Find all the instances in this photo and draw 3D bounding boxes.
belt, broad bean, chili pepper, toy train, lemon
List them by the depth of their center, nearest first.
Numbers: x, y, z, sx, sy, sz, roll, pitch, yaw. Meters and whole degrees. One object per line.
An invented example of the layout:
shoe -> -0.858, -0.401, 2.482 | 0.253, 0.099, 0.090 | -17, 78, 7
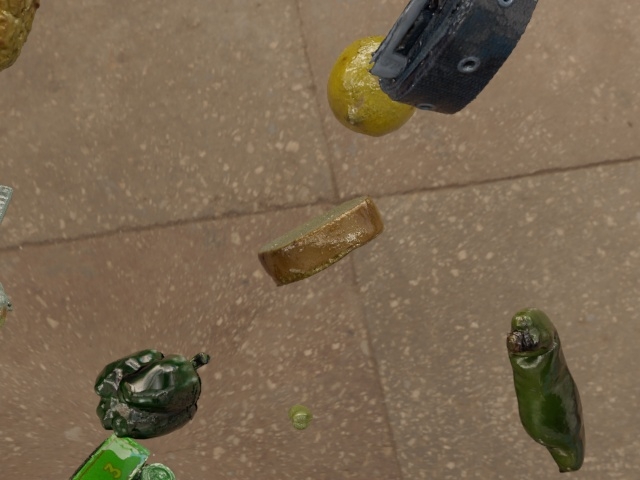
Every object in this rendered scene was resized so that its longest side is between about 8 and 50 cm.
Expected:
broad bean -> 0.178, 0.114, 0.554 | 0.195, 0.046, 0.061 | 59, 44, -38
belt -> 0.147, -0.251, 0.824 | 0.128, 0.218, 0.122 | 9, 50, -27
chili pepper -> -0.313, 0.294, 1.361 | 0.174, 0.261, 0.165 | -6, 88, 27
toy train -> -0.405, 0.507, 1.364 | 0.188, 0.132, 0.243 | 33, 25, 1
broad bean -> -0.050, 0.438, 1.724 | 0.063, 0.083, 0.045 | 5, 102, -5
lemon -> 0.147, -0.411, 1.867 | 0.258, 0.258, 0.310 | 34, 48, -2

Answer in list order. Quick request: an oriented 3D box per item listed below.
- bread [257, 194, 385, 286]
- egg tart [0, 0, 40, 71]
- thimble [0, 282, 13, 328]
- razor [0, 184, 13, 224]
bread -> 0.000, 0.000, 1.228 | 0.236, 0.236, 0.070 | -32, 98, -20
egg tart -> -0.668, -0.419, 1.188 | 0.341, 0.341, 0.129 | -8, 36, -16
thimble -> -0.775, 0.146, 1.379 | 0.288, 0.254, 0.167 | -30, 59, -11
razor -> -0.602, 0.011, 1.232 | 0.111, 0.056, 0.278 | 16, 53, -18
